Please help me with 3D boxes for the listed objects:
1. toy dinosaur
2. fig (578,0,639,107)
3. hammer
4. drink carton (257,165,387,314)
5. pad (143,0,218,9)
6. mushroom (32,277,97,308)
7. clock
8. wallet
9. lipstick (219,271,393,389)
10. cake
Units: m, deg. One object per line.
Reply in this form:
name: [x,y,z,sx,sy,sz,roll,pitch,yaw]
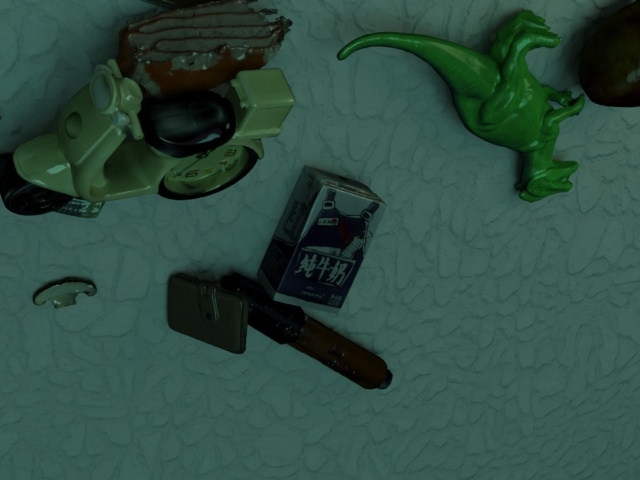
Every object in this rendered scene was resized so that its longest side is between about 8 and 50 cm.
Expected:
toy dinosaur: [0.245,-0.207,1.496,0.499,0.144,0.374,-9,131,-15]
fig: [0.558,-0.358,1.491,0.190,0.191,0.290,10,112,-27]
hammer: [-0.431,-0.087,1.294,0.226,0.041,0.159,22,106,-31]
drink carton: [0.001,0.000,1.492,0.134,0.102,0.222,16,107,-26]
pad: [-0.208,-0.469,1.205,0.284,0.018,0.287,8,111,-26]
mushroom: [-0.411,0.084,1.406,0.101,0.019,0.049,-10,119,-16]
clock: [-0.242,-0.142,1.225,0.379,0.120,0.276,-12,157,-36]
wallet: [-0.189,0.121,1.453,0.039,0.152,0.118,-29,129,-53]
lipstick: [-0.018,0.175,1.588,0.418,0.077,0.077,34,100,-34]
cake: [-0.177,-0.275,1.244,0.287,0.098,0.135,-26,155,-6]
